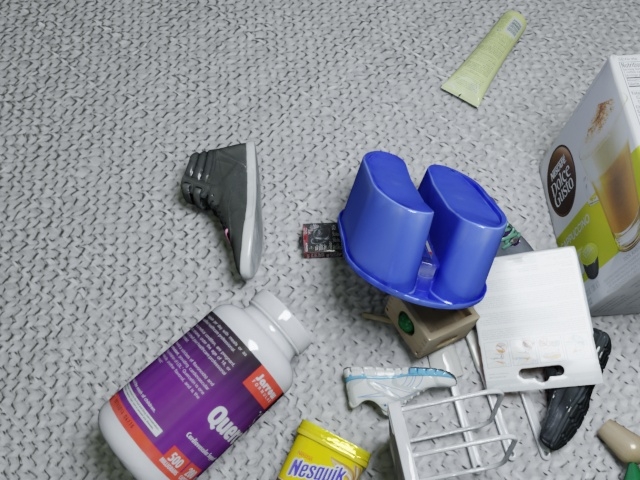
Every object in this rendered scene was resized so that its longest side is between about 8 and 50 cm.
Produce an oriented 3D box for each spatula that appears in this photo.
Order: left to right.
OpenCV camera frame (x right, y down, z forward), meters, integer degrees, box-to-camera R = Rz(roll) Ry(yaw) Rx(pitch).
[{"bbox_3d":[0.290,0.266,0.980,0.168,0.019,0.242,-9,68,-9],"label":"spatula"}]

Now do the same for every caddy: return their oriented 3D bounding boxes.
[{"bbox_3d":[0.158,-0.013,0.953,0.241,0.179,0.341,13,26,-9],"label":"caddy"}]

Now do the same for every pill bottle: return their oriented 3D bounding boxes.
[{"bbox_3d":[-0.171,0.229,0.902,0.323,0.181,0.181,-41,73,-16],"label":"pill bottle"}]

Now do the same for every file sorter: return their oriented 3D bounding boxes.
[{"bbox_3d":[0.207,0.377,0.797,0.173,0.193,0.278,-11,55,1],"label":"file sorter"}]

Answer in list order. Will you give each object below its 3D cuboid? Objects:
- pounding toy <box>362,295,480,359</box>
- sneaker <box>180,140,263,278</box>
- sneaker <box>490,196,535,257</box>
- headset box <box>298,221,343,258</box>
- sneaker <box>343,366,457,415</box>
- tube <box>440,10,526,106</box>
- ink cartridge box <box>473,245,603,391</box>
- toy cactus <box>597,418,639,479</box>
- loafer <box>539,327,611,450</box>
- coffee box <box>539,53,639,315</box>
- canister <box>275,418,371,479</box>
[{"bbox_3d":[0.172,0.132,0.997,0.141,0.100,0.130,-19,58,-23],"label":"pounding toy"},{"bbox_3d":[-0.188,-0.056,1.073,0.146,0.105,0.296,-5,61,-1],"label":"sneaker"},{"bbox_3d":[0.319,-0.024,1.058,0.083,0.098,0.223,-42,73,-16],"label":"sneaker"},{"bbox_3d":[0.000,0.000,1.082,0.083,0.032,0.062,-3,66,-1],"label":"headset box"},{"bbox_3d":[0.135,0.255,0.961,0.190,0.071,0.083,-3,73,8],"label":"sneaker"},{"bbox_3d":[0.366,-0.400,1.248,0.240,0.062,0.070,-54,33,-14],"label":"tube"},{"bbox_3d":[0.362,0.137,0.985,0.189,0.066,0.232,-9,77,14],"label":"ink cartridge box"},{"bbox_3d":[0.532,0.364,0.906,0.219,0.112,0.180,-37,53,-12],"label":"toy cactus"},{"bbox_3d":[0.419,0.245,0.964,0.078,0.076,0.223,16,67,43],"label":"loafer"},{"bbox_3d":[0.615,-0.083,0.955,0.338,0.338,0.335,-3,67,0],"label":"coffee box"},{"bbox_3d":[-0.010,0.389,0.893,0.126,0.073,0.170,24,70,10],"label":"canister"}]
